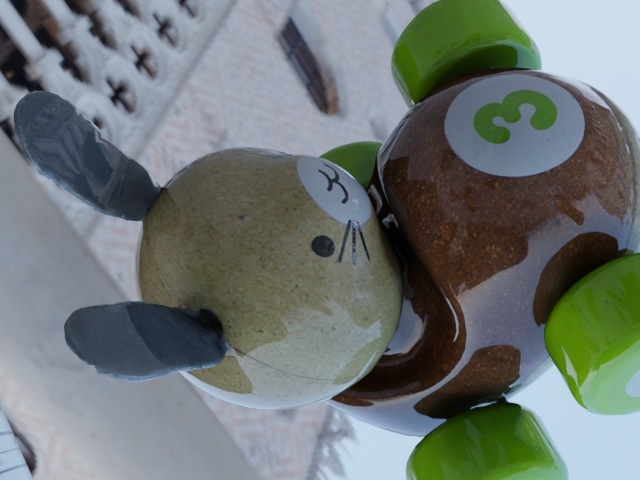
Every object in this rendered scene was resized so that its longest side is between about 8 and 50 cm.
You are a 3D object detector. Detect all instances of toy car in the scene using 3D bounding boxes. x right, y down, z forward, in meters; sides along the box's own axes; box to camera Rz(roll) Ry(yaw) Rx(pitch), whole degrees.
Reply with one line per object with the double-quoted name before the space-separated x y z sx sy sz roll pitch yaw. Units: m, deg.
"toy car" 0.000 0.000 0.372 0.149 0.188 0.155 -53 -134 33

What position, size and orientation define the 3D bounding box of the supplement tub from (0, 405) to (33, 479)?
"supplement tub" -0.187 0.136 0.420 0.191 0.272 0.191 -26 174 -3
